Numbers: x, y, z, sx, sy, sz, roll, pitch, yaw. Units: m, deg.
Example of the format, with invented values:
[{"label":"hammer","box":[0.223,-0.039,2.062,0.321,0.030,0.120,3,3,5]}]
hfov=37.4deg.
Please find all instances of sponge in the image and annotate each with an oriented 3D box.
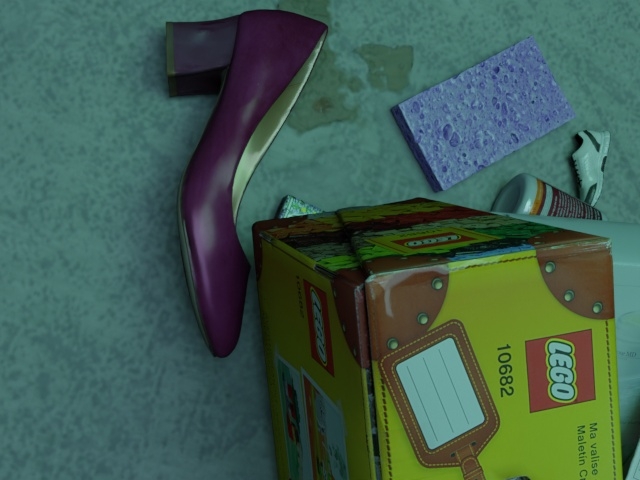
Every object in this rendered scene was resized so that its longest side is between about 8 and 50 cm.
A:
[{"label":"sponge","box":[0.200,-0.155,1.146,0.210,0.031,0.117,-29,93,-17]}]

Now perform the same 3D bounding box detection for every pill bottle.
[{"label":"pill bottle","box":[0.286,-0.013,1.130,0.152,0.086,0.086,25,78,-13]}]

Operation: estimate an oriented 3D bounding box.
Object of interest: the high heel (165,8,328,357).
[{"label":"high heel","box":[-0.063,-0.070,1.002,0.181,0.127,0.377,-5,83,-7]}]

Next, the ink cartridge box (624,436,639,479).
[{"label":"ink cartridge box","box":[0.427,0.317,1.024,0.296,0.066,0.261,26,78,-14]}]

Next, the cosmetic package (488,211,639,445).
[{"label":"cosmetic package","box":[0.286,0.100,1.049,0.224,0.138,0.224,3,110,-16]}]

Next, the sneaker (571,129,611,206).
[{"label":"sneaker","box":[0.331,-0.087,1.181,0.044,0.040,0.109,11,78,1]}]

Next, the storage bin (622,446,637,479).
[{"label":"storage bin","box":[0.509,0.320,1.147,0.260,0.123,0.262,46,74,-8]}]

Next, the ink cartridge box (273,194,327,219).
[{"label":"ink cartridge box","box":[0.000,0.000,1.071,0.115,0.029,0.062,24,78,-13]}]

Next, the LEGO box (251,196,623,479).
[{"label":"LEGO box","box":[0.090,0.230,0.844,0.193,0.372,0.499,-8,100,-15]}]
